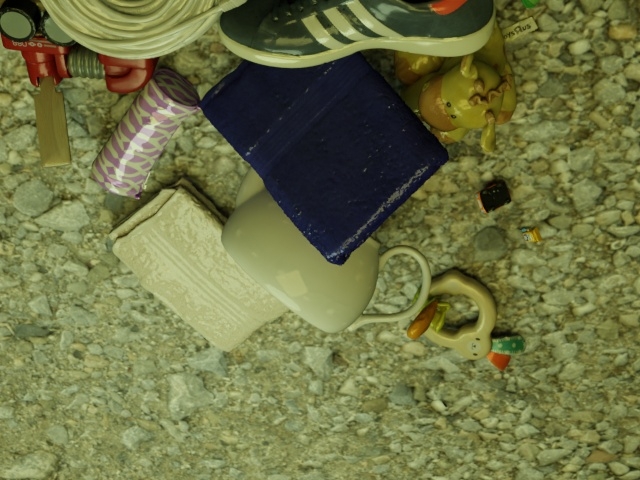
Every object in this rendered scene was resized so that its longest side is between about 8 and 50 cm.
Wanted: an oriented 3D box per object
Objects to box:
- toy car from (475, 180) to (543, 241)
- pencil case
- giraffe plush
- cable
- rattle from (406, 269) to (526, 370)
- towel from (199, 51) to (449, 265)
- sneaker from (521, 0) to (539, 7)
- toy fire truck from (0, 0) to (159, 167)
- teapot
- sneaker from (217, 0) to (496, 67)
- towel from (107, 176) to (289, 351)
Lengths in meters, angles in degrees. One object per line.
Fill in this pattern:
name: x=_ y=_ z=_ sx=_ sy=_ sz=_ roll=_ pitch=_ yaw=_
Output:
toy car: x=0.263 y=-0.030 z=1.877 sx=0.122 sy=0.060 sz=0.040 roll=54 pitch=149 yaw=-16
pencil case: x=-0.251 y=-0.150 z=1.875 sx=0.088 sy=0.086 sz=0.206 roll=36 pitch=123 yaw=-4
giraffe plush: x=0.191 y=-0.197 z=1.707 sx=0.181 sy=0.170 sz=0.210 roll=41 pitch=121 yaw=-16
cable: x=-0.230 y=-0.353 z=1.606 sx=0.257 sy=0.089 sz=0.257 roll=-32 pitch=108 yaw=21
rattle: x=0.225 y=0.151 z=1.957 sx=0.130 sy=0.143 sz=0.199 roll=-35 pitch=106 yaw=9
towel: x=0.006 y=-0.148 z=1.741 sx=0.227 sy=0.076 sz=0.308 roll=-44 pitch=74 yaw=19
sneaker: x=0.168 y=-0.376 z=1.630 sx=0.295 sy=0.109 sz=0.123 roll=25 pitch=122 yaw=-5
toy fire truck: x=-0.329 y=-0.235 z=1.810 sx=0.217 sy=0.158 sz=0.246 roll=7 pitch=136 yaw=6
teapot: x=0.000 y=0.000 z=1.860 sx=0.187 sy=0.252 sz=0.256 roll=-49 pitch=136 yaw=4
sneaker: x=0.037 y=-0.309 z=1.604 sx=0.350 sy=0.131 sz=0.148 roll=-4 pitch=139 yaw=9
towel: x=-0.179 y=0.043 z=2.008 sx=0.282 sy=0.049 sz=0.187 roll=43 pitch=125 yaw=-17
